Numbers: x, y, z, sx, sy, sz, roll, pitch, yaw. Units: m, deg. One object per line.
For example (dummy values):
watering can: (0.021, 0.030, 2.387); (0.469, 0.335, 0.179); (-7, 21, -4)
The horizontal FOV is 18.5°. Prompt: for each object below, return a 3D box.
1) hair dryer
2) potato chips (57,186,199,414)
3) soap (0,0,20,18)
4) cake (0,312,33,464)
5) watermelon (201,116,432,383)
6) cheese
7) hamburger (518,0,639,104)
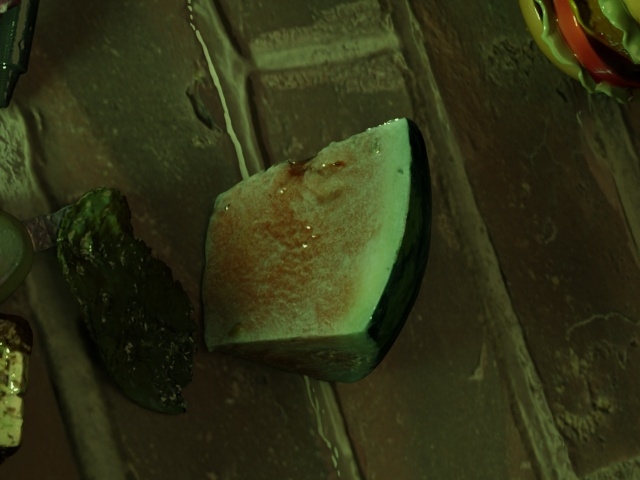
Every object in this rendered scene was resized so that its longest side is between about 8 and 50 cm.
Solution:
hair dryer: (-0.244, -0.237, 1.693); (0.070, 0.128, 0.255); (14, 77, -35)
potato chips: (-0.159, 0.054, 1.700); (0.142, 0.026, 0.209); (-14, 94, -51)
soap: (-0.317, -0.317, 1.616); (0.112, 0.182, 0.289); (2, 68, -39)
cake: (-0.333, 0.100, 1.488); (0.246, 0.135, 0.112); (17, 66, -33)
watermelon: (0.000, 0.000, 1.758); (0.201, 0.262, 0.213); (7, 72, -7)
cheese: (-0.262, 0.004, 1.640); (0.192, 0.037, 0.097); (-24, 92, -41)
hamburger: (0.331, -0.278, 2.084); (0.274, 0.212, 0.274); (12, 71, -37)
